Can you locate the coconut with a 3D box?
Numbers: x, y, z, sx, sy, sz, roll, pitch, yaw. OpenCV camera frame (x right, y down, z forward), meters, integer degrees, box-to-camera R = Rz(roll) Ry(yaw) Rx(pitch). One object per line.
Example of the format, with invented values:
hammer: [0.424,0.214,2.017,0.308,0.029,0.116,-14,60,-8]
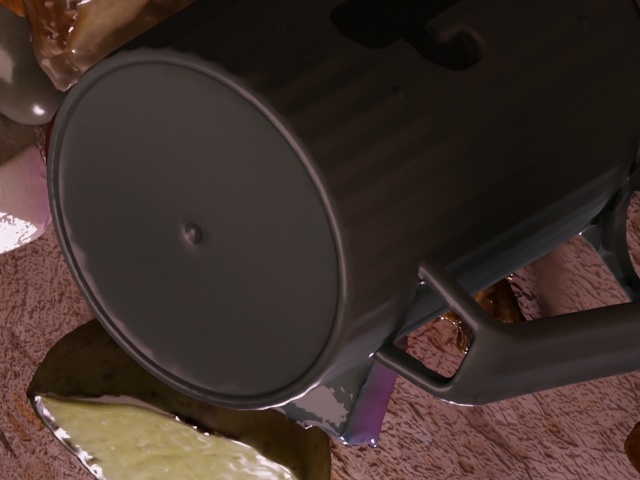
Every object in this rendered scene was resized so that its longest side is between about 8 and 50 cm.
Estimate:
coconut: [-0.399,-0.077,2.172,0.227,0.227,0.230,25,136,41]

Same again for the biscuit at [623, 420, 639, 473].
biscuit: [0.349,0.194,1.544,0.208,0.041,0.290,46,149,18]

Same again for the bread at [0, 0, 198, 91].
bread: [-0.203,-0.390,1.551,0.390,0.279,0.371,46,146,21]

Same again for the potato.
potato: [-0.111,0.173,2.052,0.280,0.212,0.330,2,146,26]

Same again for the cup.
cup: [0.063,-0.066,1.360,0.401,0.392,0.310,14,121,33]

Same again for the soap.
soap: [-0.047,0.076,1.836,0.324,0.193,0.109,33,102,36]

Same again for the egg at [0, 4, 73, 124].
egg: [-0.312,-0.195,2.035,0.114,0.114,0.152,29,136,38]

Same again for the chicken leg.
chicken leg: [0.142,0.056,1.643,0.207,0.085,0.101,50,173,-26]

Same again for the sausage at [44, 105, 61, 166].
sausage: [-0.202,-0.064,1.958,0.148,0.148,0.254,41,169,23]
